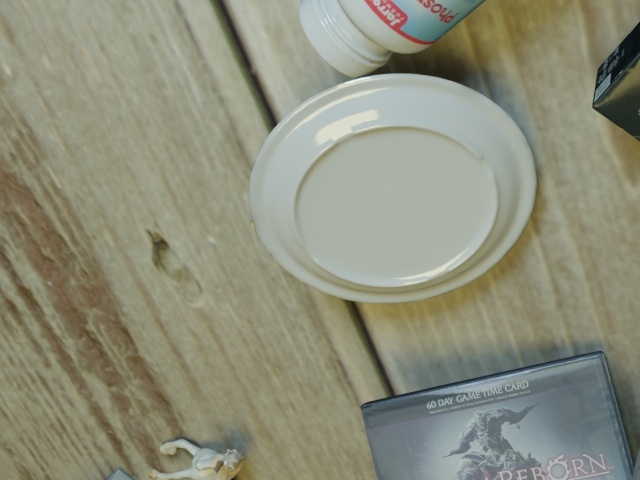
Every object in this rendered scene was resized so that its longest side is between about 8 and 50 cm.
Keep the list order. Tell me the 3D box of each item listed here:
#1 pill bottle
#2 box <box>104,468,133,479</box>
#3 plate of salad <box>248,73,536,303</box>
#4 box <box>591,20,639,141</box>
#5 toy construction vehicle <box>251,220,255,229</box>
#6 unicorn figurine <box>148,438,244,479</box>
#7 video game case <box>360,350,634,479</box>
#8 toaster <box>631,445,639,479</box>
[{"bbox_3d":[0.062,-0.169,0.565,0.087,0.087,0.160,45,128,-12],"label":"pill bottle"},{"bbox_3d":[-0.222,0.324,1.016,0.101,0.102,0.087,41,130,-9],"label":"box"},{"bbox_3d":[0.050,-0.034,0.666,0.199,0.048,0.200,-1,129,-1],"label":"plate of salad"},{"bbox_3d":[0.216,-0.087,0.576,0.083,0.062,0.052,34,128,-4],"label":"box"},{"bbox_3d":[0.000,0.000,0.742,0.086,0.035,0.098,-33,107,36],"label":"toy construction vehicle"},{"bbox_3d":[-0.115,0.241,0.951,0.111,0.060,0.162,-1,139,22],"label":"unicorn figurine"},{"bbox_3d":[0.156,0.241,0.735,0.196,0.026,0.274,-15,85,12],"label":"video game case"},{"bbox_3d":[0.327,0.187,0.671,0.227,0.146,0.129,31,130,0],"label":"toaster"}]
